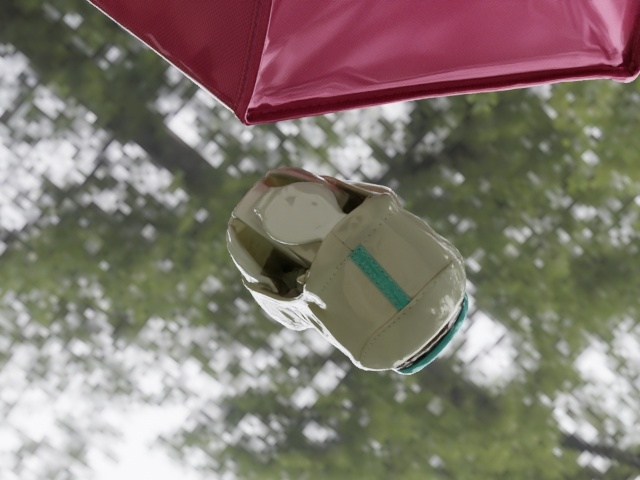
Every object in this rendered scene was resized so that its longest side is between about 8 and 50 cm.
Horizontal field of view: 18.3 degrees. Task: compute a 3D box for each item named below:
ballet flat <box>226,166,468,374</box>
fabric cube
[{"bbox_3d":[0.000,0.000,0.919,0.086,0.086,0.248,-53,-165,-6],"label":"ballet flat"},{"bbox_3d":[0.013,-0.229,0.972,0.258,0.254,0.259,38,-54,42],"label":"fabric cube"}]
